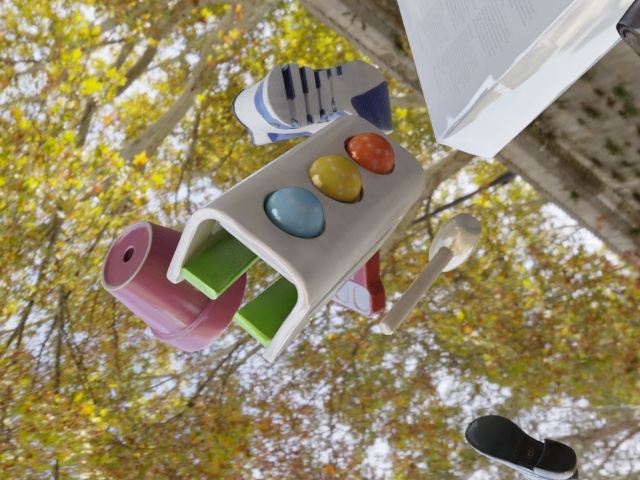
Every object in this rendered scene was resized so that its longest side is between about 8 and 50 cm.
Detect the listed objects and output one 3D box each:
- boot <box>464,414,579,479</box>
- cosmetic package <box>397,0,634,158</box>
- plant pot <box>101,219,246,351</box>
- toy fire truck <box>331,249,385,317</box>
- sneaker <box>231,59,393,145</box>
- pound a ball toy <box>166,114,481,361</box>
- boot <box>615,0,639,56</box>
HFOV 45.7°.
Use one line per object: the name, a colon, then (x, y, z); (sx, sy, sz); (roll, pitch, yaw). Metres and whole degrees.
boot: (0.429, 0.476, 1.533); (0.091, 0.262, 0.229); (-49, -49, -25)
cosmetic package: (0.222, -0.335, 0.923); (0.097, 0.284, 0.378); (11, -127, -28)
plant pot: (-0.255, 0.063, 1.269); (0.180, 0.201, 0.202); (34, -124, -39)
toy fire truck: (0.000, 0.000, 1.496); (0.169, 0.302, 0.254); (-25, -58, -39)
sneaker: (-0.032, -0.235, 1.308); (0.315, 0.182, 0.128); (-6, -88, -45)
pound a ball toy: (0.037, -0.011, 0.745); (0.208, 0.136, 0.319); (38, -142, 9)
boot: (0.430, -0.199, 0.609); (0.264, 0.280, 0.096); (45, -168, 8)
